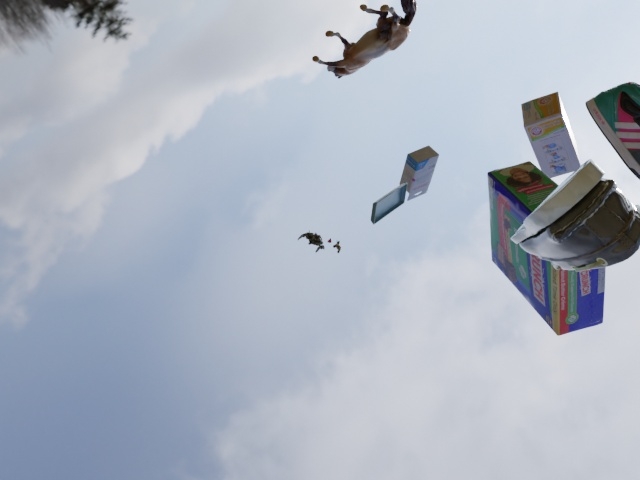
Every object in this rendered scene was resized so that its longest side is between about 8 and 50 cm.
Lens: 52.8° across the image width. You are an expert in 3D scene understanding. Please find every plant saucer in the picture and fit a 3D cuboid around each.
[{"bbox_3d":[0.194,-0.108,1.832,0.018,0.067,0.192,20,-148,26],"label":"plant saucer"}]

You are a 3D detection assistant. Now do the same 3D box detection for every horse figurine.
[{"bbox_3d":[0.100,-0.409,1.300,0.263,0.174,0.066,-32,-108,28],"label":"horse figurine"}]

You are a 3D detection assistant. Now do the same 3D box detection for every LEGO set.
[{"bbox_3d":[0.001,-0.001,1.192,0.083,0.023,0.054,0,-140,-26],"label":"LEGO set"}]

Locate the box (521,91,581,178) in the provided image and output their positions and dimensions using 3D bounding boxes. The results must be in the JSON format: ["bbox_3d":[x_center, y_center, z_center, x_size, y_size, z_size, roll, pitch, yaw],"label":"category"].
[{"bbox_3d":[0.637,-0.288,1.780,0.103,0.203,0.114,-16,-139,26],"label":"box"}]

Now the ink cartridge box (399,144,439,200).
[{"bbox_3d":[0.345,-0.237,2.288,0.104,0.181,0.061,-23,-125,-28],"label":"ink cartridge box"}]

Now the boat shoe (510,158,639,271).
[{"bbox_3d":[0.286,-0.013,0.725,0.109,0.091,0.305,-46,168,8],"label":"boat shoe"}]

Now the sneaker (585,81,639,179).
[{"bbox_3d":[0.849,-0.292,1.668,0.178,0.296,0.124,-37,177,34],"label":"sneaker"}]

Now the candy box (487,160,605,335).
[{"bbox_3d":[0.501,0.012,1.452,0.122,0.268,0.317,-18,-146,-6],"label":"candy box"}]
